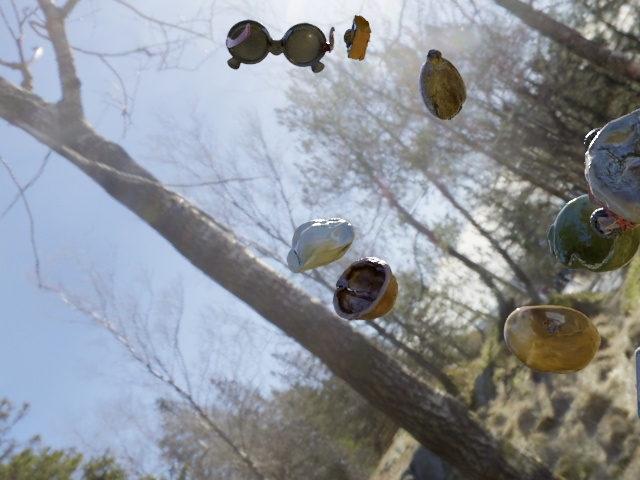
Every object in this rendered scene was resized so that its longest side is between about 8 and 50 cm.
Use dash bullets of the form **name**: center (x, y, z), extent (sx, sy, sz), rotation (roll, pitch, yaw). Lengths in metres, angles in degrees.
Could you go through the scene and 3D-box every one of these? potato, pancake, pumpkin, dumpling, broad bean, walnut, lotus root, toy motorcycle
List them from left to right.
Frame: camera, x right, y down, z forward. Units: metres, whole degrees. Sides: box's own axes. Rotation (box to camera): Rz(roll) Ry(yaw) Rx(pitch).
- **dumpling**: center (0.000, 0.000, 1.888), extent (0.124, 0.228, 0.151), rotation (43, -145, -46)
- **pumpkin**: center (0.075, -0.431, 1.445), extent (0.083, 0.053, 0.074), rotation (-91, 13, -53)
- **walnut**: center (0.122, 0.132, 1.646), extent (0.167, 0.087, 0.211), rotation (-59, 27, -11)
- **lotus root**: center (0.337, -0.438, 1.911), extent (0.138, 0.138, 0.214), rotation (-47, -54, -37)
- **potato**: center (0.526, 0.230, 1.554), extent (0.150, 0.233, 0.146), rotation (-123, 40, -66)
- **broad bean**: center (0.796, -0.014, 1.985), extent (0.119, 0.238, 0.291), rotation (-33, -13, -38)
- **toy motorcycle**: center (0.736, -0.138, 1.675), extent (0.089, 0.171, 0.298), rotation (-31, -61, -34)
- **pancake**: center (0.689, -0.156, 1.261), extent (0.387, 0.386, 0.082), rotation (-51, -44, -25)

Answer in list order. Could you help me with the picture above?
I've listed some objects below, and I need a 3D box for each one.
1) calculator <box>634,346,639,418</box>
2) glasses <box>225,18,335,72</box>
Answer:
- **calculator**: center (0.738, 0.322, 1.465), extent (0.039, 0.121, 0.210), rotation (-14, -76, -31)
- **glasses**: center (-0.085, -0.408, 1.456), extent (0.268, 0.234, 0.118), rotation (-112, 25, -69)
